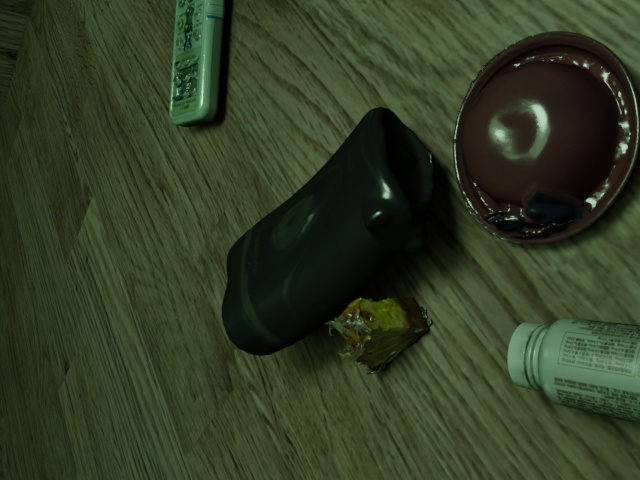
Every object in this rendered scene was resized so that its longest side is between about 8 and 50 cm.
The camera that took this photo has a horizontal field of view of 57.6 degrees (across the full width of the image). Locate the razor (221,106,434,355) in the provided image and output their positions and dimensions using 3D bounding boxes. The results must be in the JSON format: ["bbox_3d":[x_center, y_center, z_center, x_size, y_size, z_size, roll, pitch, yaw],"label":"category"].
[{"bbox_3d":[0.001,0.001,0.722,0.349,0.114,0.204,-40,33,37],"label":"razor"}]

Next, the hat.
[{"bbox_3d":[0.198,-0.100,0.558,0.206,0.089,0.205,-4,84,48],"label":"hat"}]

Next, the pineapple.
[{"bbox_3d":[0.072,0.106,0.682,0.116,0.137,0.069,-23,66,-1],"label":"pineapple"}]

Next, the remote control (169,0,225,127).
[{"bbox_3d":[-0.218,-0.379,1.066,0.128,0.066,0.334,2,88,46],"label":"remote control"}]

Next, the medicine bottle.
[{"bbox_3d":[0.239,0.108,0.499,0.140,0.079,0.079,0,87,48],"label":"medicine bottle"}]
